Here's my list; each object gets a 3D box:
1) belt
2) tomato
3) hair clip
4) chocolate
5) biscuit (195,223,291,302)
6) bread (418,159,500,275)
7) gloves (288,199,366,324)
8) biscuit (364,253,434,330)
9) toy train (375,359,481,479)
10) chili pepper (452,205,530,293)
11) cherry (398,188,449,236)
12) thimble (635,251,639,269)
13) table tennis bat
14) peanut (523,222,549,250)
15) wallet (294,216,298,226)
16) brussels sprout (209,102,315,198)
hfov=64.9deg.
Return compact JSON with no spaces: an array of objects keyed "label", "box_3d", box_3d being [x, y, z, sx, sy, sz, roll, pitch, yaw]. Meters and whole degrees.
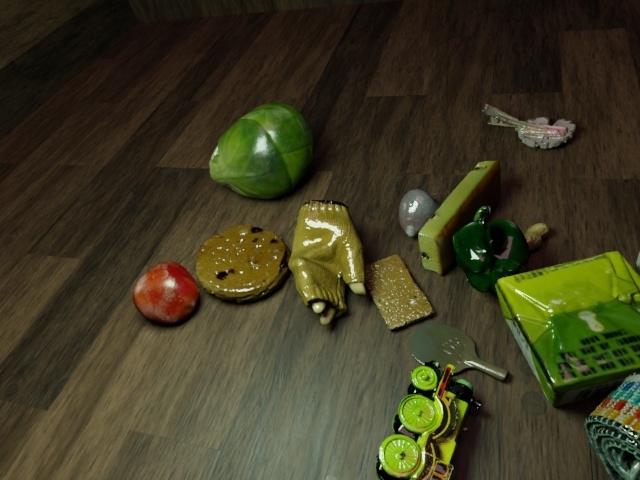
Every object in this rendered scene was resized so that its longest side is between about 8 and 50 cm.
[{"label":"belt","box_3d":[0.566,0.368,0.837,0.160,0.295,0.207,-39,31,-13]},{"label":"tomato","box_3d":[-0.430,0.147,1.401,0.187,0.151,0.187,-6,50,8]},{"label":"hair clip","box_3d":[0.689,-0.385,1.693,0.300,0.069,0.173,24,56,21]},{"label":"chocolate","box_3d":[0.576,0.192,1.096,0.301,0.137,0.288,-13,44,0]},{"label":"biscuit","box_3d":[-0.226,0.068,1.478,0.296,0.075,0.296,-4,42,4]},{"label":"bread","box_3d":[0.398,-0.073,1.407,0.077,0.138,0.361,18,52,39]},{"label":"gloves","box_3d":[0.016,0.055,1.345,0.203,0.155,0.356,3,59,-3]},{"label":"biscuit","box_3d":[0.196,0.134,1.333,0.131,0.025,0.230,-20,44,-4]},{"label":"toy train","box_3d":[0.222,0.385,1.023,0.161,0.100,0.296,18,52,20]},{"label":"chili pepper","box_3d":[0.431,0.018,1.286,0.174,0.165,0.261,-13,29,14]},{"label":"cherry","box_3d":[0.311,-0.066,1.471,0.115,0.188,0.148,-27,38,48]},{"label":"thimble","box_3d":[0.840,0.065,1.155,0.191,0.137,0.143,-21,44,15]},{"label":"table tennis bat","box_3d":[0.319,0.267,1.173,0.234,0.022,0.131,21,53,34]},{"label":"peanut","box_3d":[0.578,-0.010,1.360,0.113,0.054,0.054,-40,49,-24]},{"label":"wallet","box_3d":[0.000,0.000,1.506,0.124,0.042,0.230,-15,50,-1]},{"label":"brussels sprout","box_3d":[-0.193,-0.284,1.679,0.355,0.289,0.281,-14,28,18]}]
